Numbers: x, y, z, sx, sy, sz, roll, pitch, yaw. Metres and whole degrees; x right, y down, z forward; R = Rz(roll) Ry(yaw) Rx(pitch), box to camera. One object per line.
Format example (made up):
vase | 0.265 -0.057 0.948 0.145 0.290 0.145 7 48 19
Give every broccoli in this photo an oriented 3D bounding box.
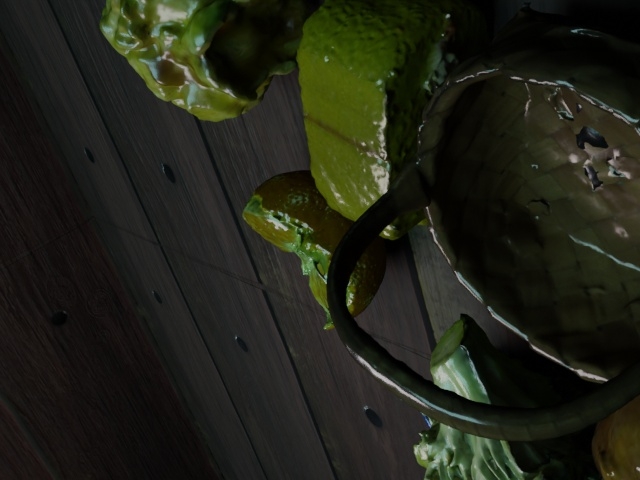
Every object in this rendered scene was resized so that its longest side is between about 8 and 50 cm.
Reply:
broccoli | 0.204 0.225 0.818 0.245 0.248 0.288 50 152 -3

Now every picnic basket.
picnic basket | 0.163 0.017 0.536 0.293 0.337 0.337 34 144 38

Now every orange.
orange | 0.006 -0.001 0.977 0.237 0.158 0.179 52 163 8

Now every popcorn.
popcorn | -0.143 -0.290 0.853 0.258 0.224 0.270 41 143 -7

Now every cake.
cake | 0.086 -0.136 0.704 0.156 0.179 0.260 35 148 34

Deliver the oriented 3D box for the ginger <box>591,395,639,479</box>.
ginger | 0.360 0.182 0.566 0.269 0.201 0.222 -134 30 -54

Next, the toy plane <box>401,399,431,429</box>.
toy plane | 0.200 0.334 1.145 0.167 0.054 0.062 57 176 -2
